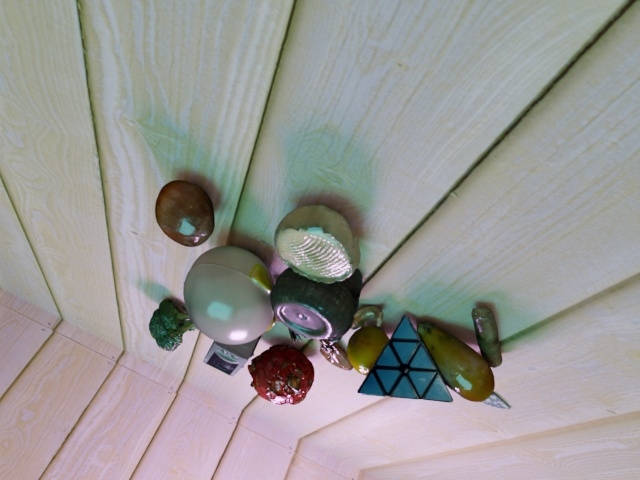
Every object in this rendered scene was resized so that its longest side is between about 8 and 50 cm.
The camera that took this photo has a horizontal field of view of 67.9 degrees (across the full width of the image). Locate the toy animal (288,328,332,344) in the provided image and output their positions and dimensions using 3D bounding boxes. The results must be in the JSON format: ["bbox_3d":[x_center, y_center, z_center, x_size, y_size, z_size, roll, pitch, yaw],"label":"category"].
[{"bbox_3d":[-0.059,0.289,1.799,0.298,0.122,0.185,46,138,-1],"label":"toy animal"}]

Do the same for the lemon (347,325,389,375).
[{"bbox_3d":[0.181,0.405,1.737,0.169,0.207,0.170,-2,114,-5],"label":"lemon"}]

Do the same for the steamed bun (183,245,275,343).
[{"bbox_3d":[-0.314,0.194,1.673,0.333,0.334,0.374,17,141,13],"label":"steamed bun"}]

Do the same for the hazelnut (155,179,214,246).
[{"bbox_3d":[-0.416,-0.079,1.486,0.214,0.176,0.214,42,154,26],"label":"hazelnut"}]

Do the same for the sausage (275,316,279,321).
[{"bbox_3d":[-0.205,0.287,1.944,0.194,0.077,0.077,11,143,22],"label":"sausage"}]

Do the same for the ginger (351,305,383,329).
[{"bbox_3d":[0.138,0.288,1.726,0.089,0.075,0.288,45,145,-18],"label":"ginger"}]

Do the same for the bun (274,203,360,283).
[{"bbox_3d":[0.000,0.000,1.356,0.259,0.152,0.259,15,142,12],"label":"bun"}]

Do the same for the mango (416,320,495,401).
[{"bbox_3d":[0.436,0.396,1.576,0.316,0.146,0.193,44,165,15],"label":"mango"}]

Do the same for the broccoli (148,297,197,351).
[{"bbox_3d":[-0.726,0.421,2.357,0.241,0.262,0.269,-14,149,-10],"label":"broccoli"}]

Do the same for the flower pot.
[{"bbox_3d":[-0.013,0.188,1.560,0.301,0.213,0.302,18,145,13],"label":"flower pot"}]

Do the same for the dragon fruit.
[{"bbox_3d":[-0.177,0.619,2.194,0.277,0.277,0.342,46,159,-27],"label":"dragon fruit"}]

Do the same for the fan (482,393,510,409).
[{"bbox_3d":[0.643,0.616,1.888,0.240,0.009,0.131,31,146,-8],"label":"fan"}]

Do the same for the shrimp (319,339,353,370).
[{"bbox_3d":[0.051,0.489,2.061,0.154,0.062,0.294,10,145,31],"label":"shrimp"}]

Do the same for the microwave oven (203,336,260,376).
[{"bbox_3d":[-0.378,0.455,2.131,0.181,0.238,0.295,29,144,-6],"label":"microwave oven"}]

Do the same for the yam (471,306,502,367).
[{"bbox_3d":[0.529,0.310,1.501,0.071,0.067,0.317,-7,137,23],"label":"yam"}]

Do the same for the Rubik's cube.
[{"bbox_3d":[0.293,0.438,1.624,0.233,0.228,0.229,33,131,-12],"label":"Rubik's cube"}]
